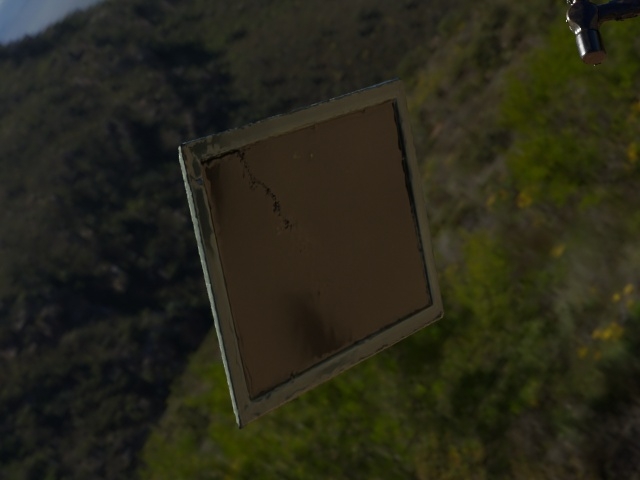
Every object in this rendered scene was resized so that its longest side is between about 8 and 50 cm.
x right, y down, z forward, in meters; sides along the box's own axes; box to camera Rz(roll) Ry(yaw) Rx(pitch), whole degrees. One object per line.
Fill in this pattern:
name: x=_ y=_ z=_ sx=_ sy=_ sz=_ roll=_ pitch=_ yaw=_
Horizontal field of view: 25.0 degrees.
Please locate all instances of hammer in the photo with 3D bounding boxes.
hammer: x=0.265 y=-0.173 z=1.031 sx=0.178 sy=0.021 sz=0.065 roll=-11 pitch=64 yaw=16

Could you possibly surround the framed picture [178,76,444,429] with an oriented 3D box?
framed picture: x=0.000 y=0.000 z=1.217 sx=0.018 sy=0.231 sz=0.293 roll=-2 pitch=13 yaw=40
